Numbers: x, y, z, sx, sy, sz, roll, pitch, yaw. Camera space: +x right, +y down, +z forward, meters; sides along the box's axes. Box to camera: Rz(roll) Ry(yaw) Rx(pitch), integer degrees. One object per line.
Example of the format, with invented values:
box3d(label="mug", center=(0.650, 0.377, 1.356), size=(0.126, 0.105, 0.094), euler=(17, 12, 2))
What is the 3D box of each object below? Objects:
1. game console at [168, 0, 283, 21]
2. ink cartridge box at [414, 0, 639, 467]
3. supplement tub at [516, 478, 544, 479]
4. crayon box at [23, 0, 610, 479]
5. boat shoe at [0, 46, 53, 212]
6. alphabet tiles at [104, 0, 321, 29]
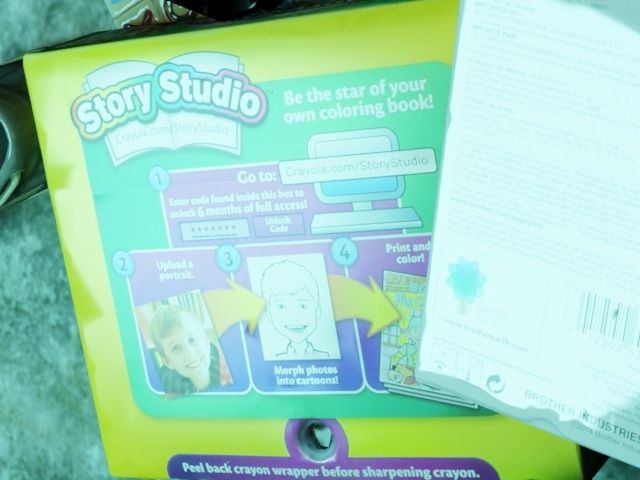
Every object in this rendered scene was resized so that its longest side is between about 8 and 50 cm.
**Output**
box3d(label="game console", center=(-0.054, -0.329, 1.012), size=(0.213, 0.044, 0.361), euler=(27, 107, 45))
box3d(label="ink cartridge box", center=(0.154, -0.041, 0.844), size=(0.186, 0.065, 0.311), euler=(20, 117, 35))
box3d(label="supplement tub", center=(0.154, 0.232, 0.858), size=(0.316, 0.194, 0.193), euler=(-10, 99, 68))
box3d(label="crayon box", center=(0.000, 0.000, 1.053), size=(0.363, 0.106, 0.313), euler=(-3, 103, 28))
box3d(label="boat shoe", center=(-0.321, -0.044, 1.215), size=(0.355, 0.130, 0.132), euler=(-30, 87, 31))
box3d(label="alphabet tiles", center=(-0.043, -0.131, 1.109), size=(0.198, 0.009, 0.237), euler=(-27, 88, 31))
